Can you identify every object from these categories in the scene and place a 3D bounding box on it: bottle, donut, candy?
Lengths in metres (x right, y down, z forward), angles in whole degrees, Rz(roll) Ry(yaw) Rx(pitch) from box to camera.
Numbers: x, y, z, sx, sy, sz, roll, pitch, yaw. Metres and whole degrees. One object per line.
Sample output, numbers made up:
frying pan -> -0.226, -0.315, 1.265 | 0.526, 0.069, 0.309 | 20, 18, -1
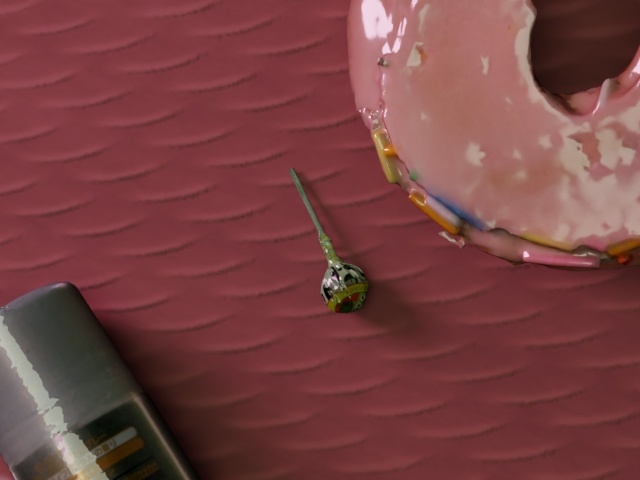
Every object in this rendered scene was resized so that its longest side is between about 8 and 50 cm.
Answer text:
bottle -> -0.086, 0.157, 0.888 | 0.082, 0.082, 0.286 | -34, 83, 9
donut -> 0.127, -0.083, 0.841 | 0.232, 0.085, 0.199 | 14, 95, 19
candy -> 0.000, 0.000, 0.910 | 0.023, 0.025, 0.083 | -22, 74, -18
